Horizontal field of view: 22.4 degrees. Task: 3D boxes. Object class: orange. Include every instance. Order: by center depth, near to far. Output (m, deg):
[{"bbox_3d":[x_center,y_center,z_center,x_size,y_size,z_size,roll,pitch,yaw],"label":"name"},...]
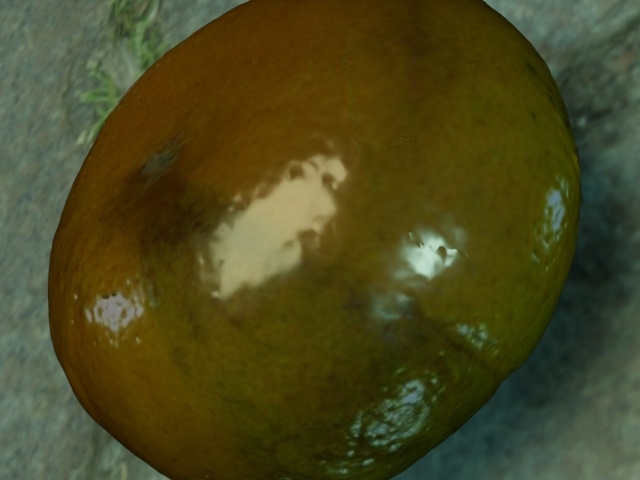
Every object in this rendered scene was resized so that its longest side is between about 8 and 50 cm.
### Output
[{"bbox_3d":[0.000,0.000,0.681,0.240,0.171,0.240,-32,35,26],"label":"orange"}]
